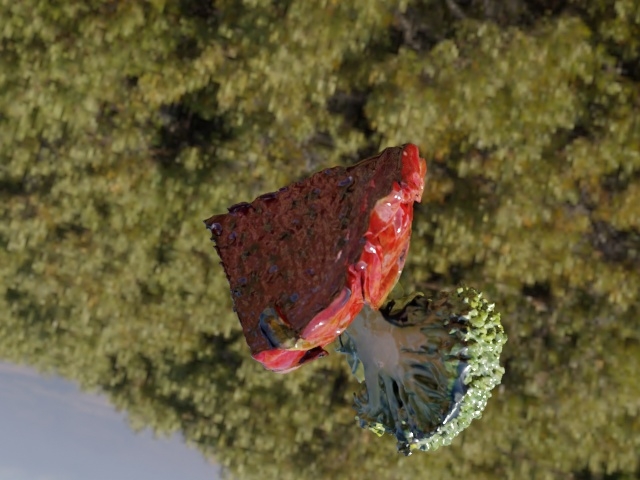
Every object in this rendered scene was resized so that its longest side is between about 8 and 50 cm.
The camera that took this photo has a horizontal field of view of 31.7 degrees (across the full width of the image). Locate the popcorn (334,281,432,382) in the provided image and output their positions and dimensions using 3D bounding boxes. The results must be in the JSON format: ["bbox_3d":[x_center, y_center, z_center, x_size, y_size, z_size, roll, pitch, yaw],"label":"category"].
[{"bbox_3d":[0.123,0.165,1.905,0.187,0.167,0.186,7,132,46],"label":"popcorn"}]

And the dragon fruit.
[{"bbox_3d":[0.000,0.000,1.412,0.240,0.330,0.302,37,-159,-23],"label":"dragon fruit"}]

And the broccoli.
[{"bbox_3d":[0.156,0.164,1.596,0.180,0.243,0.273,8,-155,-40],"label":"broccoli"}]
